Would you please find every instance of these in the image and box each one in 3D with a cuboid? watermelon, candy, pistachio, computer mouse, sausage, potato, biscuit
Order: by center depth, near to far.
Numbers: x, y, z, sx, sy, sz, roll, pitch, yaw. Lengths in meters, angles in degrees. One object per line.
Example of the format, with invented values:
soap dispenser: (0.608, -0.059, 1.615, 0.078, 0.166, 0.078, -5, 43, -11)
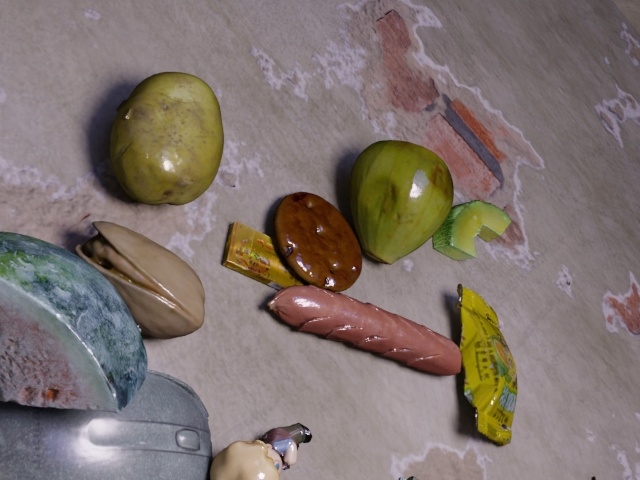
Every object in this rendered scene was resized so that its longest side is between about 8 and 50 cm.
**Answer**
watermelon: (-0.352, 0.140, 1.201, 0.214, 0.320, 0.289, -43, 67, -3)
computer mouse: (-0.292, 0.282, 1.261, 0.374, 0.114, 0.203, 6, 63, -37)
pistachio: (-0.270, 0.061, 1.382, 0.226, 0.136, 0.135, 41, 49, -14)
potato: (-0.253, -0.164, 1.503, 0.197, 0.149, 0.228, 13, 61, -48)
sausage: (0.092, 0.161, 1.645, 0.433, 0.088, 0.087, 21, 56, -28)
biscuit: (0.000, 0.000, 1.670, 0.212, 0.036, 0.212, 28, 44, -30)
candy: (0.324, 0.243, 1.774, 0.187, 0.081, 0.297, 34, 48, -49)

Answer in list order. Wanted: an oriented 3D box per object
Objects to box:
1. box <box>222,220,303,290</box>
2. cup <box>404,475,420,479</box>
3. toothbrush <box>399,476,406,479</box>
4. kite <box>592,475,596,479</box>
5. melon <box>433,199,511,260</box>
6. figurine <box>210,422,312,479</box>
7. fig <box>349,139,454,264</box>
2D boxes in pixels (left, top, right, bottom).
box: (-0.095, 0.034, 1.607, 0.156, 0.022, 0.089, 28, 50, -25)
cup: (0.177, 0.475, 1.536, 0.141, 0.120, 0.120, 42, 47, 5)
toothbrush: (0.210, 0.497, 1.607, 0.219, 0.016, 0.019, 47, 39, -7)
kite: (0.586, 0.623, 1.833, 0.152, 0.015, 0.285, 25, 54, -26)
melon: (0.318, -0.026, 1.938, 0.118, 0.064, 0.209, 55, 49, -8)
figurine: (-0.086, 0.345, 1.400, 0.196, 0.114, 0.108, -15, 74, -58)
fig: (0.153, -0.078, 1.737, 0.207, 0.207, 0.230, 24, 54, -26)
